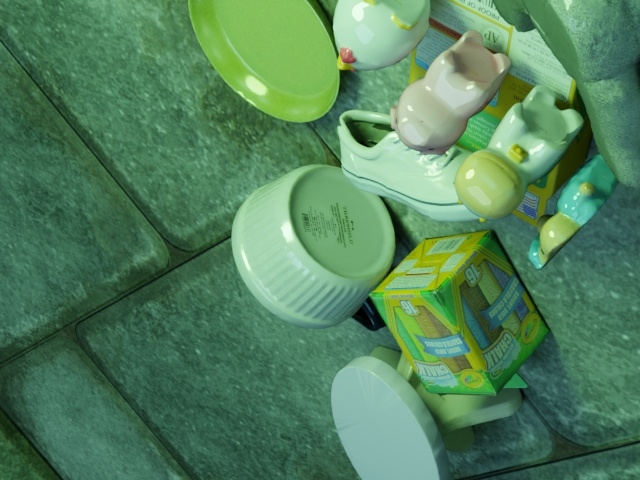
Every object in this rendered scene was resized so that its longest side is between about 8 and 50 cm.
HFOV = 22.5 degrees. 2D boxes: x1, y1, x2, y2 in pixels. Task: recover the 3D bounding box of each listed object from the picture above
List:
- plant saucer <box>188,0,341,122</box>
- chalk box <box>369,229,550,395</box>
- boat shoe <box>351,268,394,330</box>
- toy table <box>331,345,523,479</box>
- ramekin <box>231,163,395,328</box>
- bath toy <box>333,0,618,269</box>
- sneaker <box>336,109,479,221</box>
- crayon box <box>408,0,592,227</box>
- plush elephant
[{"bbox_3d":[-0.063,-0.258,2.018,0.241,0.037,0.241,28,143,24],"label":"plant saucer"},{"bbox_3d":[0.187,0.113,2.048,0.132,0.132,0.213,-8,119,51],"label":"chalk box"},{"bbox_3d":[0.000,0.035,2.212,0.258,0.089,0.109,26,142,28],"label":"boat shoe"},{"bbox_3d":[0.132,0.233,2.213,0.252,0.161,0.274,24,140,31],"label":"toy table"},{"bbox_3d":[0.000,0.000,2.080,0.207,0.207,0.109,48,138,-3],"label":"ramekin"},{"bbox_3d":[0.141,-0.129,1.673,0.348,0.151,0.129,44,141,7],"label":"bath toy"},{"bbox_3d":[0.111,-0.089,1.800,0.258,0.094,0.091,13,139,42],"label":"sneaker"},{"bbox_3d":[0.202,-0.186,1.757,0.203,0.083,0.323,31,143,22],"label":"crayon box"},{"bbox_3d":[0.303,-0.260,1.428,0.272,0.255,0.330,59,179,27],"label":"plush elephant"}]
